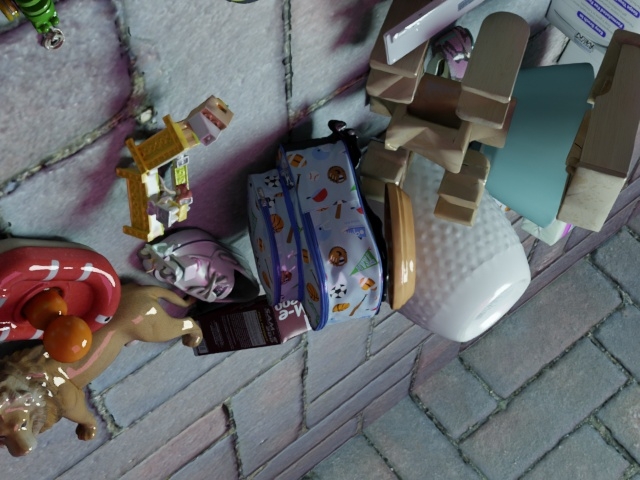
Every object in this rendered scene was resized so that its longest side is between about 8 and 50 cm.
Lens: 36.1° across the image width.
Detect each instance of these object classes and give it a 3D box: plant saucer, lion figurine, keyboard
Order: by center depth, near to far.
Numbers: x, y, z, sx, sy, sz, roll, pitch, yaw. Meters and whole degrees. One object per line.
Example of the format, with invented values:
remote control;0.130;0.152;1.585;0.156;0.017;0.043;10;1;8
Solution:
keyboard;0.189;-0.317;1.276;0.256;0.014;0.072;-35;164;-6
lion figurine;-0.338;0.163;1.444;0.392;0.142;0.240;-49;154;-21
plant saucer;0.123;0.008;1.531;0.037;0.200;0.200;-2;153;1

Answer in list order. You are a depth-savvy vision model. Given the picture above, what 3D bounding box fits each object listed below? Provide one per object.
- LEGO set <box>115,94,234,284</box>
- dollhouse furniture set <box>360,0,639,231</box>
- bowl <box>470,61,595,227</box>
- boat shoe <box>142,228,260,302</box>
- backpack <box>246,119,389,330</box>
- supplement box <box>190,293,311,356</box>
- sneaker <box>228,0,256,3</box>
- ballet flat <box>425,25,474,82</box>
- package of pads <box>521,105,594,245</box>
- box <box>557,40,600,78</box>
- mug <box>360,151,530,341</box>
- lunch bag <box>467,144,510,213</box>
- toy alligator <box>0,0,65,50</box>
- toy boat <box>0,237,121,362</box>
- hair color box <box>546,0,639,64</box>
LEGO set;-0.170;-0.090;1.238;0.107;0.132;0.287;-31;151;-47
dollhouse furniture set;0.277;-0.211;1.499;0.362;0.394;0.256;90;19;-62
bowl;0.373;-0.191;1.799;0.311;0.163;0.311;14;90;-88
boat shoe;-0.175;0.054;1.530;0.096;0.088;0.267;-44;159;6
backpack;0.000;0.000;1.493;0.213;0.263;0.276;-21;155;-8
supplement box;-0.107;0.135;1.664;0.239;0.073;0.130;-13;-176;45
sneaker;0.008;-0.357;1.048;0.300;0.111;0.121;-41;163;4
ballet flat;0.208;-0.264;1.619;0.079;0.077;0.221;-20;150;-5
package of pads;0.550;-0.161;2.051;0.229;0.101;0.296;-33;148;-40
box;0.546;-0.367;1.937;0.087;0.101;0.102;-26;152;-34
mug;0.223;0.010;1.796;0.276;0.328;0.374;-48;158;15
lunch bag;0.379;-0.151;2.054;0.303;0.115;0.243;-43;156;0
toy alligator;-0.266;-0.220;0.911;0.056;0.051;0.189;-38;158;-9
toy boat;-0.341;0.091;1.236;0.151;0.151;0.231;-49;157;18
hair color box;0.507;-0.446;1.609;0.110;0.185;0.339;-35;158;-22
